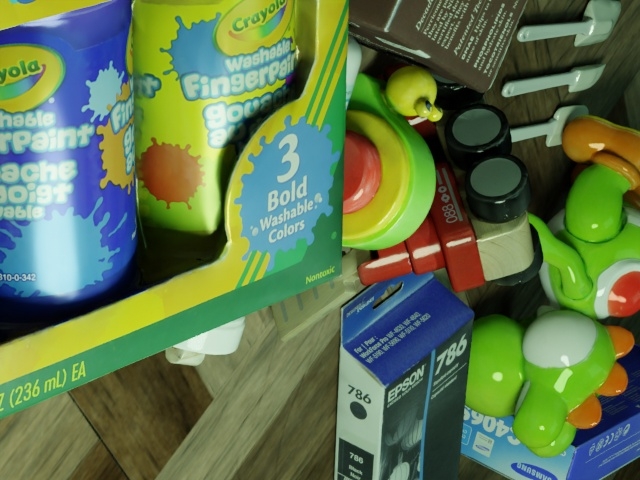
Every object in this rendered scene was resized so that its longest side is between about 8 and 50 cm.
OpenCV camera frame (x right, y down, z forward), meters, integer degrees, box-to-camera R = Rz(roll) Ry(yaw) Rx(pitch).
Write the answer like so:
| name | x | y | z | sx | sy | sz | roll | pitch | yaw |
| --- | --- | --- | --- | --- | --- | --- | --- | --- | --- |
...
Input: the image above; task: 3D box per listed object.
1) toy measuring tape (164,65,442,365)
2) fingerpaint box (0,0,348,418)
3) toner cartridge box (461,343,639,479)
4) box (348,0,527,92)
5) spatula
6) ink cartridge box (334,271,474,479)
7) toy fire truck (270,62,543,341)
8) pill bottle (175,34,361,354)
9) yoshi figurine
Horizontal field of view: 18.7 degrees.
| name | x | y | z | sx | sy | sz | roll | pitch | yaw |
| --- | --- | --- | --- | --- | --- | --- | --- | --- | --- |
| toy measuring tape | 0.000 | 0.000 | 1.608 | 0.330 | 0.121 | 0.121 | -54 | 153 | 13 |
| fingerpaint box | -0.185 | -0.100 | 1.170 | 0.445 | 0.163 | 0.371 | -21 | 123 | -40 |
| toner cartridge box | 0.302 | 0.196 | 2.280 | 0.348 | 0.165 | 0.075 | -16 | 124 | -53 |
| box | 0.062 | -0.241 | 1.561 | 0.203 | 0.168 | 0.167 | 20 | 95 | -60 |
| spatula | 0.247 | -0.175 | 2.073 | 0.242 | 0.019 | 0.168 | -12 | 127 | -54 |
| ink cartridge box | 0.085 | 0.178 | 2.015 | 0.165 | 0.065 | 0.332 | -36 | 138 | -41 |
| toy fire truck | 0.056 | -0.029 | 1.734 | 0.246 | 0.217 | 0.158 | -17 | 140 | 0 |
| pill bottle | -0.071 | -0.050 | 1.506 | 0.146 | 0.146 | 0.264 | -2 | 113 | -58 |
| yoshi figurine | 0.243 | 0.053 | 2.120 | 0.203 | 0.203 | 0.362 | 27 | 70 | -20 |
